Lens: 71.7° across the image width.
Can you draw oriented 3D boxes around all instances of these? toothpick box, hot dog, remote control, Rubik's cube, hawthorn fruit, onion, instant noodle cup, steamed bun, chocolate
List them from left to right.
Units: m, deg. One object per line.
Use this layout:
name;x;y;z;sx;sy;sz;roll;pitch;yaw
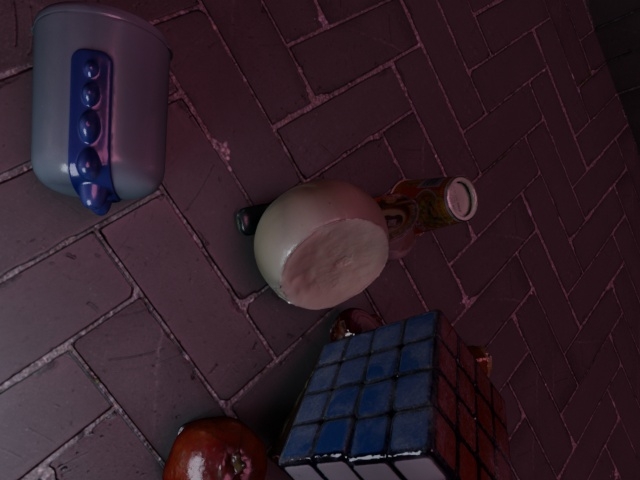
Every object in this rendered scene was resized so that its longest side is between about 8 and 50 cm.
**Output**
toothpick box;-0.410;-0.225;0.829;0.262;0.263;0.355;2;86;-32
hawthorn fruit;-0.205;0.470;0.921;0.215;0.249;0.215;23;49;-29
remote control;-0.108;-0.064;1.129;0.221;0.042;0.072;-14;95;-32
steamed bun;0.000;0.000;1.060;0.324;0.206;0.324;-16;132;-18
onion;0.105;0.264;1.200;0.173;0.135;0.198;53;22;5
chocolate;0.193;-0.025;1.260;0.221;0.221;0.147;-54;140;-23
Rubik's cube;0.178;0.409;0.945;0.344;0.337;0.344;54;34;-18
instant noodle cup;0.342;-0.110;1.315;0.193;0.212;0.193;3;85;-32
hot dog;0.452;0.405;1.414;0.213;0.103;0.146;2;106;-23

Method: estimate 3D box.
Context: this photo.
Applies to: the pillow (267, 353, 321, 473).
pillow;0.032;0.493;1.090;0.305;0.108;0.308;52;37;-14
